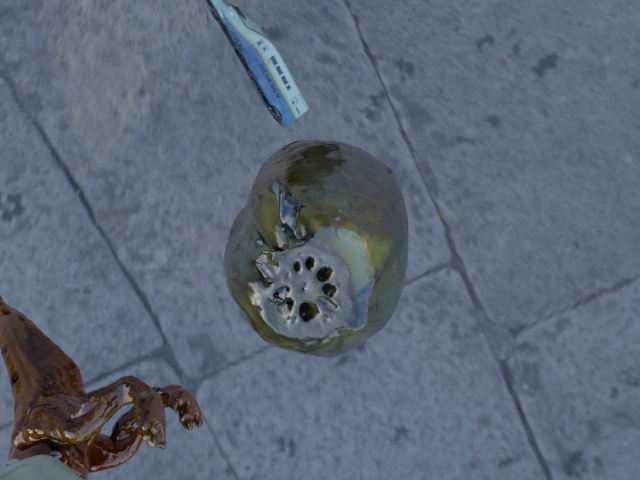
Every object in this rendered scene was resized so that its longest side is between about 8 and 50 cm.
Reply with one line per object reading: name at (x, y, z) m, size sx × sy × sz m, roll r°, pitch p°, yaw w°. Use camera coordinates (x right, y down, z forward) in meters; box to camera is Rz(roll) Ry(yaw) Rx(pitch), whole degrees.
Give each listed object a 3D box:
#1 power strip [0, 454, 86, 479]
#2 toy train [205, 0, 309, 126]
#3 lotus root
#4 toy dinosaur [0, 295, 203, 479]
power strip at (-0.095, 0.207, 0.627) m, size 0.048 × 0.286 × 0.080 m, roll -18°, pitch 132°, yaw -48°
toy train at (-0.088, -0.254, 1.528) m, size 0.051 × 0.052 × 0.234 m, roll -35°, pitch 131°, yaw -6°
lotus root at (0.000, 0.000, 0.797) m, size 0.123 × 0.241 × 0.124 m, roll 33°, pitch 107°, yaw -7°
toy dinosaur at (-0.222, 0.164, 1.063) m, size 0.208 × 0.432 × 0.097 m, roll -17°, pitch 131°, yaw 5°
